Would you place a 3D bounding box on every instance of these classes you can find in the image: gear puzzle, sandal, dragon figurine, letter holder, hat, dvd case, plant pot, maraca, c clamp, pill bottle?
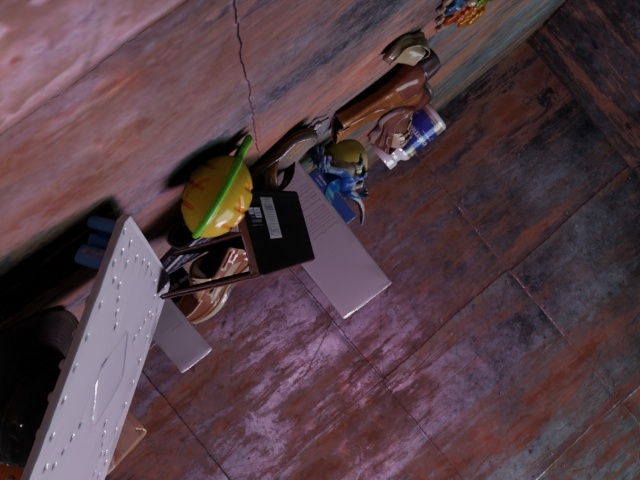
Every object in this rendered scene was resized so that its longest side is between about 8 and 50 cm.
[{"bbox_3d":[0.319,-0.487,1.241,0.175,0.044,0.339,-40,179,12],"label":"gear puzzle"},{"bbox_3d":[-0.079,-0.136,1.201,0.219,0.060,0.090,-38,166,25],"label":"sandal"},{"bbox_3d":[0.050,-0.149,1.595,0.144,0.085,0.289,-10,145,0],"label":"dragon figurine"},{"bbox_3d":[-0.169,0.004,1.144,0.214,0.152,0.302,-16,179,17],"label":"letter holder"},{"bbox_3d":[-0.457,0.290,1.009,0.331,0.134,0.331,18,90,-72],"label":"hat"},{"bbox_3d":[-0.283,-0.001,1.434,0.179,0.029,0.238,-40,180,32],"label":"dvd case"},{"bbox_3d":[0.050,-0.218,1.668,0.095,0.134,0.134,-3,153,-42],"label":"plant pot"},{"bbox_3d":[-0.149,-0.083,0.915,0.127,0.099,0.186,-33,-150,54],"label":"maraca"},{"bbox_3d":[-0.058,-0.193,1.241,0.160,0.022,0.137,-39,178,26],"label":"c clamp"},{"bbox_3d":[0.328,-0.400,2.276,0.264,0.153,0.153,-40,179,11],"label":"pill bottle"}]

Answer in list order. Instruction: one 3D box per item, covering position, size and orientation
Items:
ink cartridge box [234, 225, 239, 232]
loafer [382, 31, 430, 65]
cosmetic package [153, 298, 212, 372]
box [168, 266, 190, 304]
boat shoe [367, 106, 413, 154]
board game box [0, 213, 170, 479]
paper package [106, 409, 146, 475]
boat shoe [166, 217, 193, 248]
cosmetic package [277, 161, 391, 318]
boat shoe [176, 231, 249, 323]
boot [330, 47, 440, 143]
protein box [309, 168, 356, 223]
[{"bbox_3d":[-0.166,-0.043,1.736,0.135,0.099,0.056,-40,179,-17],"label":"ink cartridge box"},{"bbox_3d":[0.173,-0.366,1.160,0.148,0.050,0.056,-38,179,-43],"label":"loafer"},{"bbox_3d":[-0.337,0.171,1.287,0.085,0.231,0.117,-39,178,-14],"label":"cosmetic package"},{"bbox_3d":[-0.433,0.160,1.687,0.147,0.077,0.180,-39,179,-23],"label":"box"},{"bbox_3d":[0.261,-0.374,2.011,0.123,0.116,0.324,-39,179,-11],"label":"boat shoe"},{"bbox_3d":[-0.327,0.193,0.872,0.390,0.050,0.390,110,-6,-73],"label":"board game box"},{"bbox_3d":[-0.671,0.500,1.528,0.325,0.309,0.168,-39,-178,17],"label":"paper package"},{"bbox_3d":[-0.246,-0.026,1.149,0.038,0.046,0.125,-40,-178,36],"label":"boat shoe"},{"bbox_3d":[0.000,0.000,1.522,0.156,0.385,0.217,-39,179,0],"label":"cosmetic package"},{"bbox_3d":[-0.278,0.084,1.528,0.120,0.122,0.324,23,120,-41],"label":"boat shoe"},{"bbox_3d":[0.149,-0.312,1.445,0.280,0.096,0.264,-38,179,-5],"label":"boot"},{"bbox_3d":[-0.017,-0.094,1.971,0.201,0.200,0.136,-39,179,4],"label":"protein box"}]
